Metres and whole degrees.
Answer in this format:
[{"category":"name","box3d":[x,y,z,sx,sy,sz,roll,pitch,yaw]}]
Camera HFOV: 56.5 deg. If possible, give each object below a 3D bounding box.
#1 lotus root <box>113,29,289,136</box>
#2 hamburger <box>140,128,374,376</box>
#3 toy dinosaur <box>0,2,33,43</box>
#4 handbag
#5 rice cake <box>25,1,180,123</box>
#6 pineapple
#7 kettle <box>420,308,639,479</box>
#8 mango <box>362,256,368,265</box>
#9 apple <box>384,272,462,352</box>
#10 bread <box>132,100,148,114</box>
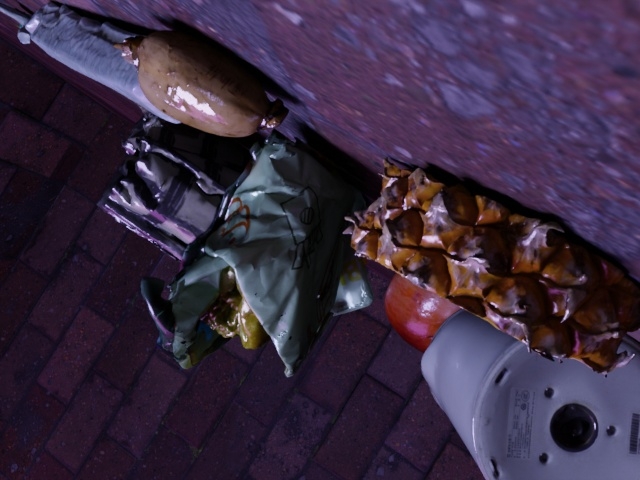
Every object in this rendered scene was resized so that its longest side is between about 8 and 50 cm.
[{"category":"lotus root","box3d":[-0.097,-0.122,0.463,0.151,0.063,0.072,28,-172,7]},{"category":"hamburger","box3d":[-0.036,0.038,0.607,0.150,0.276,0.260,33,172,16]},{"category":"toy dinosaur","box3d":[-0.468,-0.349,0.966,0.187,0.044,0.106,32,-166,-31]},{"category":"handbag","box3d":[-0.132,-0.052,0.862,0.327,0.163,0.325,36,-170,-23]},{"category":"rice cake","box3d":[-0.233,-0.198,0.631,0.336,0.063,0.066,30,174,42]},{"category":"pineapple","box3d":[0.128,0.022,0.405,0.233,0.080,0.135,26,-173,0]},{"category":"kettle","box3d":[0.277,0.174,0.728,0.205,0.264,0.318,63,179,2]},{"category":"mango","box3d":[0.000,0.000,1.212,0.153,0.126,0.252,16,-162,-49]},{"category":"apple","box3d":[0.290,0.215,1.580,0.292,0.163,0.251,31,180,-36]},{"category":"bread","box3d":[-0.300,-0.239,1.126,0.112,0.036,0.193,31,179,1]}]
